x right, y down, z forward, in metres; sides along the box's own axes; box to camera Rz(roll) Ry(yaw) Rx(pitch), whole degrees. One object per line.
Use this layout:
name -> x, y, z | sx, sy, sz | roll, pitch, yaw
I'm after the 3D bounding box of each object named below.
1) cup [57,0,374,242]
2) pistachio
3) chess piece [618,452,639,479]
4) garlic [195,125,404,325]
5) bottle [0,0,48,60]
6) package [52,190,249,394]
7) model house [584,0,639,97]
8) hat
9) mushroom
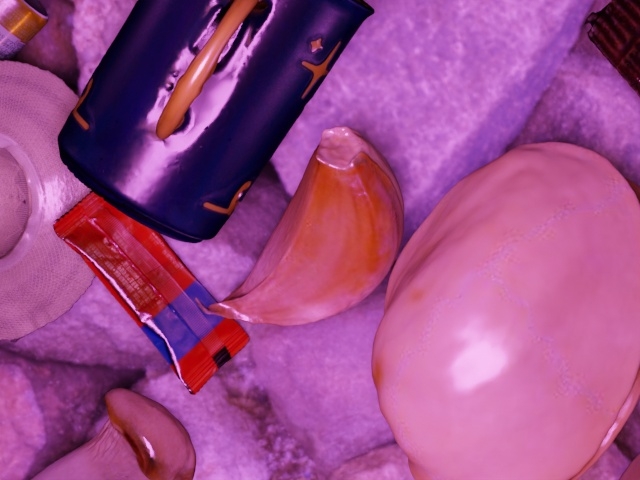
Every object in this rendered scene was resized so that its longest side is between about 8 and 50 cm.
cup -> -0.113, -0.145, 1.465 | 0.178, 0.255, 0.256 | 37, 99, 23
pistachio -> 0.168, 0.074, 1.488 | 0.238, 0.229, 0.321 | 23, 86, 27
chess piece -> 0.345, 0.264, 1.563 | 0.170, 0.094, 0.094 | 29, 98, -7
garlic -> 0.005, 0.006, 1.530 | 0.115, 0.128, 0.206 | 39, 106, 8
bottle -> -0.371, -0.128, 1.568 | 0.286, 0.082, 0.082 | -43, 92, 7
package -> -0.152, 0.040, 1.577 | 0.083, 0.022, 0.200 | -42, 96, -30
model house -> 0.386, -0.162, 1.407 | 0.297, 0.282, 0.317 | 40, 98, 0
hat -> -0.309, -0.036, 1.553 | 0.110, 0.252, 0.252 | 3, 99, 45
mushroom -> -0.238, 0.277, 1.599 | 0.328, 0.122, 0.159 | -45, 128, 8
